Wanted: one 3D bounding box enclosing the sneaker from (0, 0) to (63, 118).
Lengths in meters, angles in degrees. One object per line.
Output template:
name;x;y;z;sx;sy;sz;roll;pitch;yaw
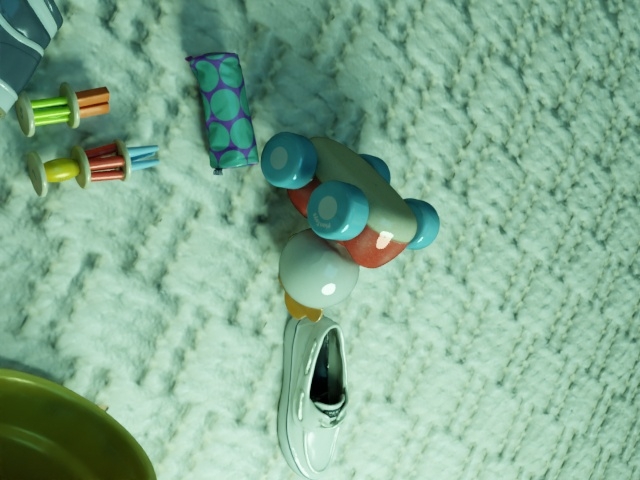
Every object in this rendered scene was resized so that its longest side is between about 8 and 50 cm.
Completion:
sneaker;-0.384;-0.265;0.697;0.282;0.099;0.153;43;74;-37

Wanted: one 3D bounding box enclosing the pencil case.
pencil case;-0.125;-0.164;0.928;0.064;0.070;0.152;-41;125;-63

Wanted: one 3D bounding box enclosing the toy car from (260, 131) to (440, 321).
toy car;0.000;0.000;1.007;0.219;0.210;0.238;7;124;-52

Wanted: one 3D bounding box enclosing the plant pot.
plant pot;-0.341;0.301;0.758;0.254;0.254;0.239;32;95;-36

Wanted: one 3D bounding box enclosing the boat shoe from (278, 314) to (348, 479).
boat shoe;0.001;0.240;1.079;0.096;0.088;0.268;-2;99;-36

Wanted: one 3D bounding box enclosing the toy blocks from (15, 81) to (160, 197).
toy blocks;-0.264;-0.123;0.839;0.148;0.054;0.123;-16;108;-33
